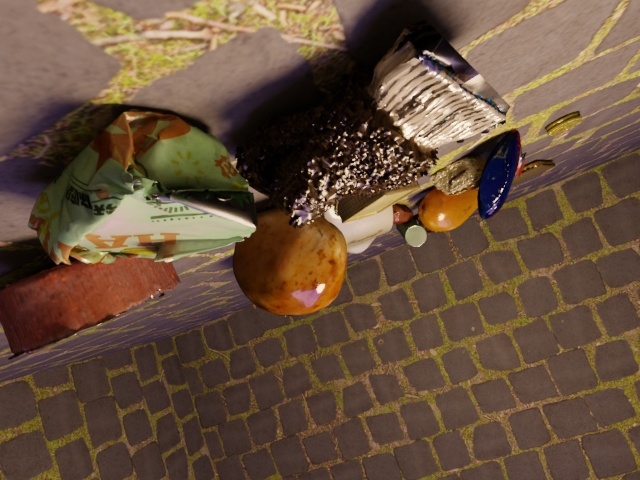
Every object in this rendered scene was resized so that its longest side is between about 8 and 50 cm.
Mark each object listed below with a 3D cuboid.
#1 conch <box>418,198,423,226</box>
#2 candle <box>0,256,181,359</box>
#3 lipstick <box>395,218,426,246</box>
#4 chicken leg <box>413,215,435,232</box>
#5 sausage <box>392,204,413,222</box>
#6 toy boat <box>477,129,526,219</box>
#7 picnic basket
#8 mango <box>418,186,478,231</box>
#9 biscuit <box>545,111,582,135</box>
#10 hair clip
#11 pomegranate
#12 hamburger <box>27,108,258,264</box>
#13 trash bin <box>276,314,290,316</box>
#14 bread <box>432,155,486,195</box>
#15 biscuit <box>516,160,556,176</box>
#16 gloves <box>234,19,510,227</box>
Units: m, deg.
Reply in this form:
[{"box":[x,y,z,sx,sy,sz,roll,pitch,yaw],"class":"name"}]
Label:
[{"box":[0.373,-0.115,1.459,0.086,0.080,0.233,-32,148,-10],"class":"conch"},{"box":[-0.381,0.078,0.728,0.287,0.132,0.317,-22,-176,-39],"class":"candle"},{"box":[0.314,-0.039,1.516,0.076,0.076,0.304,-22,-174,8],"class":"lipstick"},{"box":[0.451,-0.097,1.734,0.177,0.083,0.322,1,165,-26],"class":"chicken leg"},{"box":[0.247,-0.082,1.373,0.065,0.065,0.169,-25,170,26],"class":"sausage"},{"box":[0.465,-0.154,1.102,0.318,0.072,0.219,6,108,-63],"class":"toy boat"},{"box":[0.105,-0.104,0.865,0.115,0.080,0.164,-16,170,-37],"class":"picnic basket"},{"box":[0.406,-0.111,1.312,0.217,0.141,0.102,-21,177,-13],"class":"mango"},{"box":[0.609,-0.291,1.078,0.084,0.023,0.084,-20,169,-4],"class":"biscuit"},{"box":[0.096,-0.040,1.125,0.172,0.113,0.282,-20,170,-5],"class":"hair clip"},{"box":[-0.061,0.035,0.869,0.248,0.248,0.248,-20,171,-3],"class":"pomegranate"},{"box":[-0.176,-0.040,0.487,0.214,0.125,0.235,-20,170,37],"class":"hamburger"},{"box":[-0.114,0.124,1.318,0.214,0.214,0.334,-21,167,0],"class":"trash bin"},{"box":[0.371,-0.162,1.114,0.106,0.082,0.125,-4,160,-40],"class":"bread"},{"box":[0.790,-0.260,1.664,0.172,0.029,0.254,-28,169,41],"class":"biscuit"},{"box":[0.039,-0.111,0.499,0.312,0.135,0.210,-24,177,40],"class":"gloves"}]
